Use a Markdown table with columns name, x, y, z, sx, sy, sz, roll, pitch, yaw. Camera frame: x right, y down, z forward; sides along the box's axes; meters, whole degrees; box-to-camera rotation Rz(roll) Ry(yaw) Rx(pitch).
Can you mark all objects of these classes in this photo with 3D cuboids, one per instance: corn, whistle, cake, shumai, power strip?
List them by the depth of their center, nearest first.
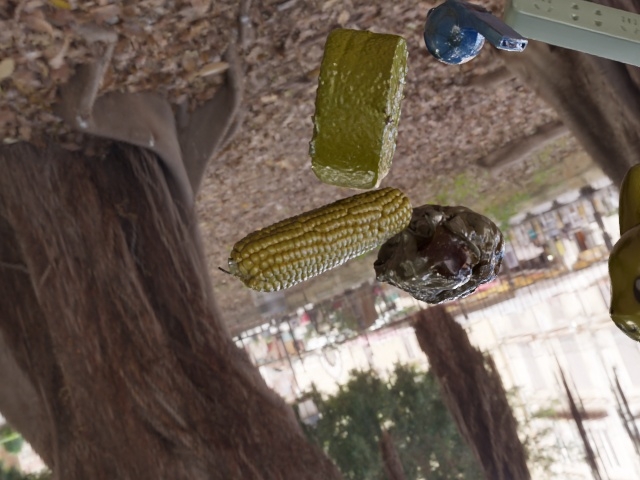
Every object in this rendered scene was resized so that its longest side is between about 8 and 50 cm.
| name | x | y | z | sx | sy | sz | roll | pitch | yaw |
| --- | --- | --- | --- | --- | --- | --- | --- | --- | --- |
| whistle | 0.186 | -0.262 | 0.937 | 0.090 | 0.158 | 0.090 | -21 | 141 | -19 |
| corn | 0.000 | 0.000 | 1.084 | 0.310 | 0.101 | 0.101 | -20 | 174 | -17 |
| cake | 0.061 | -0.215 | 1.197 | 0.156 | 0.260 | 0.179 | 8 | -174 | 15 |
| shumai | 0.185 | 0.000 | 1.221 | 0.218 | 0.184 | 0.185 | 19 | 161 | 33 |
| power strip | 0.549 | -0.406 | 1.396 | 0.385 | 0.091 | 0.062 | 14 | 147 | 1 |

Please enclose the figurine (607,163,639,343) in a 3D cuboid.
| name | x | y | z | sx | sy | sz | roll | pitch | yaw |
| --- | --- | --- | --- | --- | --- | --- | --- | --- | --- |
| figurine | 0.382 | 0.079 | 0.674 | 0.169 | 0.326 | 0.218 | -32 | 177 | -5 |
